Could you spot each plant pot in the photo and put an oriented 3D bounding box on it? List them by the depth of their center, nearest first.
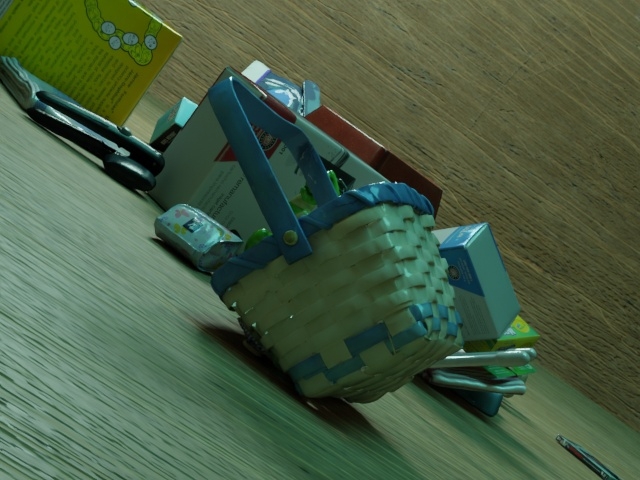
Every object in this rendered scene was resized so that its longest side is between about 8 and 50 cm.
[{"bbox_3d":[0.035,-0.059,2.229,0.267,0.235,0.267,38,5,42],"label":"plant pot"}]

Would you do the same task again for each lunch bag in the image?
[{"bbox_3d":[-0.133,-0.003,1.482,0.071,0.053,0.083,36,13,22],"label":"lunch bag"}]

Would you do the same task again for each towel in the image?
[{"bbox_3d":[-0.307,-0.149,1.880,0.285,0.034,0.209,33,5,-31],"label":"towel"},{"bbox_3d":[0.192,0.170,1.954,0.144,0.029,0.197,7,13,-18],"label":"towel"}]

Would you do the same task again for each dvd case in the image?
[{"bbox_3d":[0.453,0.370,2.283,0.119,0.013,0.087,38,4,41],"label":"dvd case"}]

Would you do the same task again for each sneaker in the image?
[{"bbox_3d":[-0.082,-0.159,2.313,0.236,0.130,0.323,39,36,-4],"label":"sneaker"}]

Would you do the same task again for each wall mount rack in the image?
[{"bbox_3d":[0.102,0.100,1.683,0.304,0.130,0.350,37,5,11],"label":"wall mount rack"}]

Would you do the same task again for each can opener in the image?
[{"bbox_3d":[-0.277,-0.130,1.713,0.186,0.059,0.073,35,4,-11],"label":"can opener"}]

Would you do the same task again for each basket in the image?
[{"bbox_3d":[0.000,0.000,1.260,0.289,0.201,0.255,69,14,16],"label":"basket"}]

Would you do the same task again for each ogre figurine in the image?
[{"bbox_3d":[-0.017,0.024,1.473,0.118,0.197,0.097,56,23,13],"label":"ogre figurine"}]

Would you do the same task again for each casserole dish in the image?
[{"bbox_3d":[0.226,0.214,2.057,0.114,0.037,0.188,36,3,11],"label":"casserole dish"}]

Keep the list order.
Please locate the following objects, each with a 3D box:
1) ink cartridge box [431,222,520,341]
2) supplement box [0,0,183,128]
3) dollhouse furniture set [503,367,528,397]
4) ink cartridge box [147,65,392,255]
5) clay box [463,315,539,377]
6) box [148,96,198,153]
[{"bbox_3d":[0.151,0.063,1.839,0.191,0.082,0.139,-8,-67,38],"label":"ink cartridge box"},{"bbox_3d":[-0.414,-0.334,1.995,0.356,0.195,0.194,34,4,-31],"label":"supplement box"},{"bbox_3d":[0.268,0.229,2.300,0.144,0.123,0.151,35,-31,-14],"label":"dollhouse furniture set"},{"bbox_3d":[-0.065,-0.073,1.823,0.273,0.197,0.114,31,7,-43],"label":"ink cartridge box"},{"bbox_3d":[0.216,0.104,1.953,0.222,0.053,0.127,43,24,27],"label":"clay box"},{"bbox_3d":[-0.170,-0.150,2.414,0.244,0.060,0.100,31,-35,-22],"label":"box"}]
